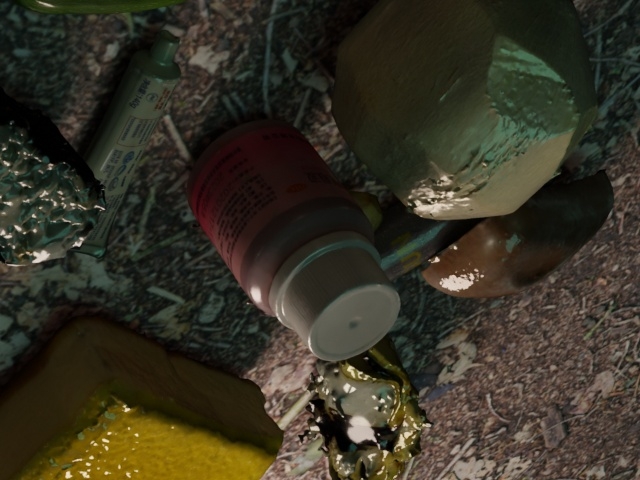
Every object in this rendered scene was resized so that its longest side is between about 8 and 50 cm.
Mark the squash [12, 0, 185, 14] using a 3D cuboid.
[{"bbox_3d":[-0.183,-0.231,1.455,0.219,0.068,0.077,-7,142,-33],"label":"squash"}]

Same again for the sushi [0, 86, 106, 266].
[{"bbox_3d":[-0.297,-0.061,1.508,0.147,0.115,0.212,-48,139,9],"label":"sushi"}]

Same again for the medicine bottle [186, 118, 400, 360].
[{"bbox_3d":[-0.024,0.000,1.669,0.147,0.247,0.147,-21,140,-19],"label":"medicine bottle"}]

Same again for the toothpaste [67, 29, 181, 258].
[{"bbox_3d":[-0.192,-0.087,1.616,0.069,0.047,0.268,-18,145,-51],"label":"toothpaste"}]

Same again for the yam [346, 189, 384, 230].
[{"bbox_3d":[0.000,0.000,1.833,0.146,0.070,0.070,-46,141,16],"label":"yam"}]

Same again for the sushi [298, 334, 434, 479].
[{"bbox_3d":[0.055,0.217,2.047,0.131,0.139,0.291,-10,137,-19],"label":"sushi"}]

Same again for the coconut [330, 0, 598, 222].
[{"bbox_3d":[0.153,-0.154,1.654,0.247,0.245,0.245,-43,142,18],"label":"coconut"}]

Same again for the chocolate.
[{"bbox_3d":[0.239,0.007,1.939,0.261,0.083,0.161,-19,162,-49],"label":"chocolate"}]

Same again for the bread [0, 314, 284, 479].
[{"bbox_3d":[-0.244,0.257,1.853,0.333,0.143,0.323,-44,142,10],"label":"bread"}]

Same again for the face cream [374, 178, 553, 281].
[{"bbox_3d":[0.124,-0.024,1.899,0.283,0.073,0.073,-30,142,-7],"label":"face cream"}]
